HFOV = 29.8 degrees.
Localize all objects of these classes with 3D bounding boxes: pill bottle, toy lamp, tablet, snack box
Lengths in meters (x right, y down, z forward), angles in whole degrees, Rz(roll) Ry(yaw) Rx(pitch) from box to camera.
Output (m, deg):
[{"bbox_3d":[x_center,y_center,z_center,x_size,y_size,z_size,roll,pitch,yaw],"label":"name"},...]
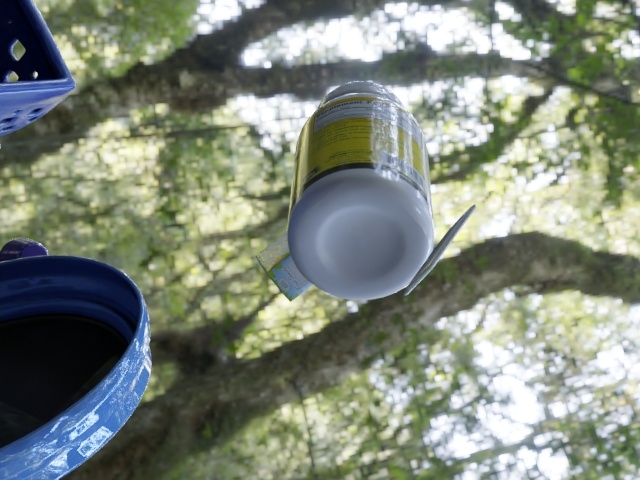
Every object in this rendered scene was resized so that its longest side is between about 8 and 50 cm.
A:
[{"bbox_3d":[0.055,-0.083,1.635,0.334,0.188,0.188,-86,-173,-58],"label":"pill bottle"},{"bbox_3d":[-0.513,0.041,1.968,0.275,0.080,0.080,-13,-93,58],"label":"toy lamp"},{"bbox_3d":[0.098,0.007,0.989,0.006,0.083,0.054,39,-37,1],"label":"tablet"},{"bbox_3d":[0.000,0.000,1.970,0.070,0.207,0.174,51,-3,-12],"label":"snack box"}]

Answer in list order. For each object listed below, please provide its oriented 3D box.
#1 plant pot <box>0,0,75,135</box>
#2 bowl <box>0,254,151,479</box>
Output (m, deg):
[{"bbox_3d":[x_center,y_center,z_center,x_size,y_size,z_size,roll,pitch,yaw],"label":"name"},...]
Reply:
[{"bbox_3d":[-0.505,-0.231,1.579,0.212,0.236,0.236,-37,-104,34],"label":"plant pot"},{"bbox_3d":[-0.366,0.152,1.275,0.391,0.391,0.077,32,-37,52],"label":"bowl"}]
